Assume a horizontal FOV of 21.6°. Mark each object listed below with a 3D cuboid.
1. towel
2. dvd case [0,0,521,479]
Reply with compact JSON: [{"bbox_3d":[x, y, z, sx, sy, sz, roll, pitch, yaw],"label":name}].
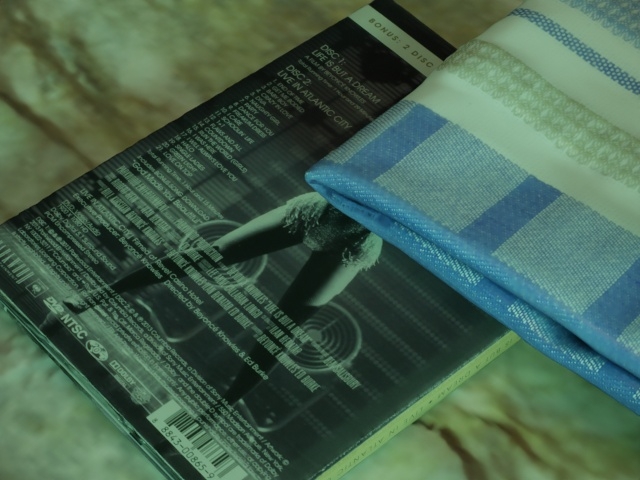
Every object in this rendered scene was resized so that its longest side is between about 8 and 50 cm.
[{"bbox_3d":[0.161,-0.048,0.664,0.209,0.034,0.285,35,53,24],"label":"towel"},{"bbox_3d":[0.000,0.000,0.646,0.221,0.018,0.164,-34,59,-26],"label":"dvd case"}]
